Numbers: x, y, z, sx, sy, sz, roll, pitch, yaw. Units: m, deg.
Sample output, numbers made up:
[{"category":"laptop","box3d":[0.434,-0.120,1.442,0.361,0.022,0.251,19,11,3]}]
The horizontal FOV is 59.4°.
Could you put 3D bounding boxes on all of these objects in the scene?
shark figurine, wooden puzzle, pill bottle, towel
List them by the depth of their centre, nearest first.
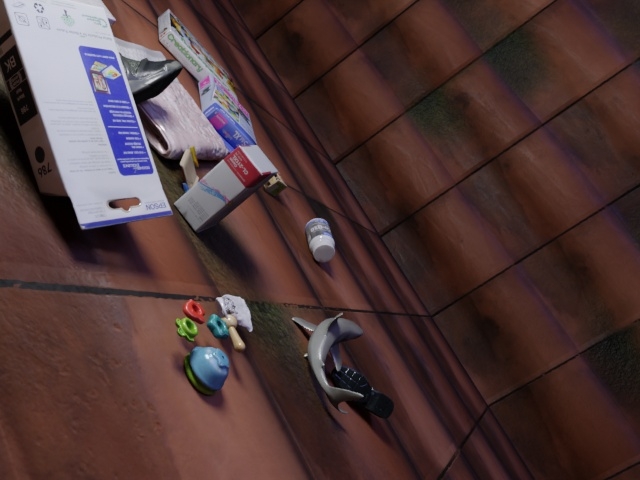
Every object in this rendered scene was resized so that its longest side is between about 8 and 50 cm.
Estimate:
[{"category":"shark figurine","box3d":[0.024,0.209,1.143,0.166,0.116,0.278,31,27,-8]},{"category":"wooden puzzle","box3d":[-0.272,-0.142,1.157,0.116,0.014,0.079,-86,168,-58]},{"category":"towel","box3d":[-0.358,-0.317,1.275,0.317,0.053,0.332,55,14,0]},{"category":"pill bottle","box3d":[0.000,0.000,1.676,0.078,0.078,0.137,46,15,-33]}]

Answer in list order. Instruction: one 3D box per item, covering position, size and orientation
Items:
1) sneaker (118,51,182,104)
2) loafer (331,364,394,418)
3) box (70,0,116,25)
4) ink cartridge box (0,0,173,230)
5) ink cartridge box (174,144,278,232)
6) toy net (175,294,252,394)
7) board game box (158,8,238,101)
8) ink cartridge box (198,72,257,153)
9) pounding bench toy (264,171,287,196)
[{"category":"sneaker","box3d":[-0.367,-0.327,1.070,0.130,0.087,0.227,49,45,-5]},{"category":"loafer","box3d":[0.082,0.332,1.231,0.170,0.062,0.061,44,-23,-16]},{"category":"box","box3d":[-0.503,-0.447,1.063,0.067,0.063,0.324,54,13,-7]},{"category":"ink cartridge box","box3d":[-0.334,-0.173,0.785,0.165,0.065,0.333,-15,86,-58]},{"category":"ink cartridge box","box3d":[-0.182,-0.103,1.095,0.072,0.175,0.127,51,13,-2]},{"category":"toy net","box3d":[-0.166,0.134,0.864,0.122,0.045,0.232,50,12,-10]},{"category":"board game box","box3d":[-0.386,-0.568,1.779,0.305,0.053,0.193,44,18,-40]},{"category":"ink cartridge box","box3d":[-0.271,-0.354,1.651,0.186,0.065,0.311,44,19,-37]},{"category":"pounding bench toy","box3d":[-0.150,-0.182,1.657,0.083,0.052,0.065,33,26,-58]}]
